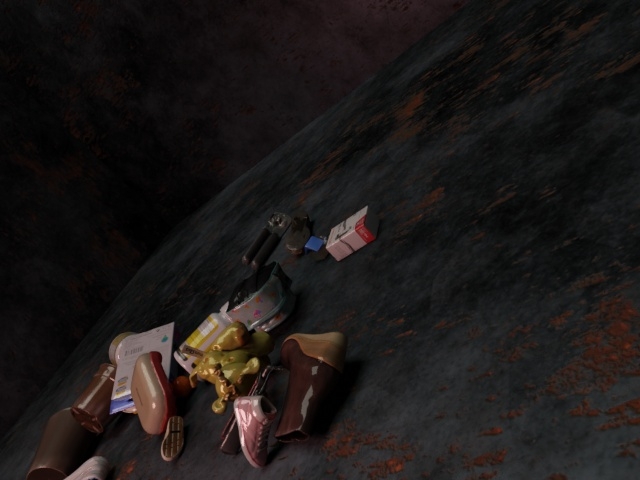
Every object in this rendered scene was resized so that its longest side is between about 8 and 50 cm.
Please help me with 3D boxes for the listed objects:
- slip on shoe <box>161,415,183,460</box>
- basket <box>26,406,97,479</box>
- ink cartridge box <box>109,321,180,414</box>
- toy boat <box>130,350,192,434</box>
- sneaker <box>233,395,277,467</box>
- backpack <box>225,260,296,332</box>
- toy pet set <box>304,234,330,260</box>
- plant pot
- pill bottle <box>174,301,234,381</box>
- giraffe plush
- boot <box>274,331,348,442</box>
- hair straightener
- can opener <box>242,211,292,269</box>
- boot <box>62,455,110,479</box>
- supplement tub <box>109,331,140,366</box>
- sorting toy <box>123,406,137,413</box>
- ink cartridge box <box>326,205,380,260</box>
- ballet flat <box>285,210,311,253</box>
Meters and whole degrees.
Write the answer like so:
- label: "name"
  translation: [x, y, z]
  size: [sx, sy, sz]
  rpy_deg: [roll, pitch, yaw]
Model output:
- label: "slip on shoe"
  translation: [-0.360, 0.489, 1.407]
  size: [0.135, 0.052, 0.041]
  rpy_deg: [-110, 28, -62]
- label: "basket"
  translation: [-0.817, 0.669, 1.816]
  size: [0.204, 0.154, 0.226]
  rpy_deg: [-34, 23, 14]
- label: "ink cartridge box"
  translation: [-0.534, 0.398, 1.779]
  size: [0.186, 0.065, 0.311]
  rpy_deg: [-19, 33, 3]
- label: "toy boat"
  translation: [-0.425, 0.407, 1.584]
  size: [0.231, 0.151, 0.150]
  rpy_deg: [51, 130, 41]
- label: "sneaker"
  translation: [-0.110, 0.350, 1.065]
  size: [0.070, 0.134, 0.051]
  rpy_deg: [-18, -6, 23]
- label: "backpack"
  translation: [-0.156, 0.161, 1.518]
  size: [0.166, 0.144, 0.188]
  rpy_deg: [-33, 6, 15]
- label: "toy pet set"
  translation: [0.000, 0.000, 1.682]
  size: [0.122, 0.065, 0.114]
  rpy_deg: [-18, 31, 54]
- label: "plant pot"
  translation: [-0.692, 0.511, 1.842]
  size: [0.167, 0.167, 0.165]
  rpy_deg: [-27, 20, 42]
- label: "pill bottle"
  translation: [-0.293, 0.278, 1.604]
  size: [0.208, 0.119, 0.119]
  rpy_deg: [-46, 18, -9]
- label: "giraffe plush"
  translation: [-0.181, 0.287, 1.254]
  size: [0.170, 0.211, 0.181]
  rpy_deg: [30, 110, 58]
- label: "boot"
  translation: [-0.049, 0.284, 1.119]
  size: [0.248, 0.090, 0.206]
  rpy_deg: [-33, 26, 57]
- label: "hair straightener"
  translation: [-0.135, 0.342, 1.147]
  size: [0.230, 0.047, 0.089]
  rpy_deg: [-56, 16, 15]
- label: "can opener"
  translation: [-0.195, 0.005, 2.121]
  size: [0.283, 0.076, 0.095]
  rpy_deg: [-58, -9, -37]
- label: "boot"
  translation: [-0.677, 0.693, 1.534]
  size: [0.258, 0.095, 0.123]
  rpy_deg: [-45, 11, -6]
- label: "supplement tub"
  translation: [-0.696, 0.413, 2.128]
  size: [0.144, 0.144, 0.200]
  rpy_deg: [-52, 19, -23]
- label: "sorting toy"
  translation: [-0.582, 0.509, 1.843]
  size: [0.083, 0.045, 0.075]
  rpy_deg: [-56, 4, 1]
- label: "ink cartridge box"
  translation: [0.087, -0.018, 1.550]
  size: [0.135, 0.056, 0.099]
  rpy_deg: [-33, 22, 29]
- label: "ballet flat"
  translation: [-0.069, -0.020, 1.907]
  size: [0.084, 0.058, 0.249]
  rpy_deg: [-5, 31, 3]
